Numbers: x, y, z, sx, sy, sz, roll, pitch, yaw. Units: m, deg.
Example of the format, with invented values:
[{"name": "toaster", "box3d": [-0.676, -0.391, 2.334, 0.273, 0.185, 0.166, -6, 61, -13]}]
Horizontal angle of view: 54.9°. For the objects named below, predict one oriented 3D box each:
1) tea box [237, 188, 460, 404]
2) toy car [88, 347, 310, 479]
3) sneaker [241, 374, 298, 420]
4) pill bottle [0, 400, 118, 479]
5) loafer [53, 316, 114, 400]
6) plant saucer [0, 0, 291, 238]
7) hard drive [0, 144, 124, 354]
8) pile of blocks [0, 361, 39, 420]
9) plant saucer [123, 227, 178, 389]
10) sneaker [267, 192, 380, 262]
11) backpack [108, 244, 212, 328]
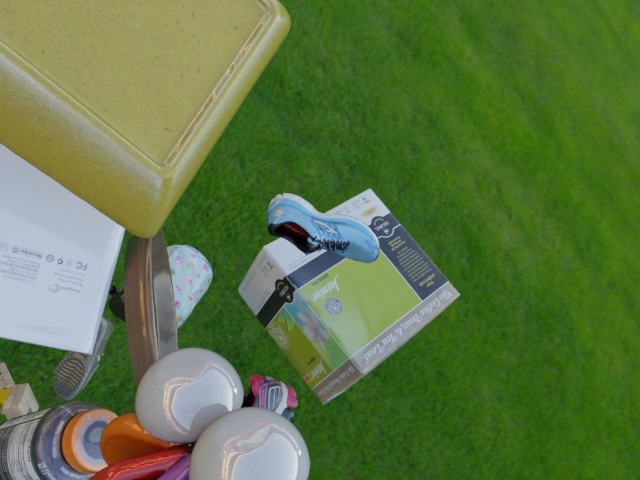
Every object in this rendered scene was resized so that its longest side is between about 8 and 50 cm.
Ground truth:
[{"name": "tea box", "box3d": [0.060, 0.116, 1.356, 0.329, 0.220, 0.323, -30, 75, -35]}, {"name": "toy car", "box3d": [-0.090, 0.178, 0.420, 0.136, 0.182, 0.159, -24, 128, -32]}, {"name": "sneaker", "box3d": [-0.183, 0.421, 1.358, 0.112, 0.121, 0.299, 35, 92, -26]}, {"name": "pill bottle", "box3d": [-0.402, 0.319, 0.941, 0.130, 0.246, 0.130, 29, 51, -42]}, {"name": "loafer", "box3d": [-0.628, 0.318, 1.665, 0.094, 0.251, 0.087, 32, 3, 16]}, {"name": "plant saucer", "box3d": [-0.191, -0.219, 0.603, 0.333, 0.081, 0.332, 41, 69, -35]}, {"name": "hard drive", "box3d": [-0.335, -0.045, 0.723, 0.210, 0.040, 0.318, 19, 71, -29]}, {"name": "pile of blocks", "box3d": [-0.856, 0.405, 1.605, 0.149, 0.362, 0.112, -31, 125, -35]}, {"name": "plant saucer", "box3d": [-0.232, 0.107, 0.856, 0.041, 0.278, 0.277, -5, 74, -8]}, {"name": "sneaker", "box3d": [0.000, 0.000, 0.823, 0.162, 0.063, 0.073, 20, 41, -3]}, {"name": "backpack", "box3d": [-0.290, 0.093, 1.164, 0.152, 0.115, 0.182, 56, 44, -26]}]
